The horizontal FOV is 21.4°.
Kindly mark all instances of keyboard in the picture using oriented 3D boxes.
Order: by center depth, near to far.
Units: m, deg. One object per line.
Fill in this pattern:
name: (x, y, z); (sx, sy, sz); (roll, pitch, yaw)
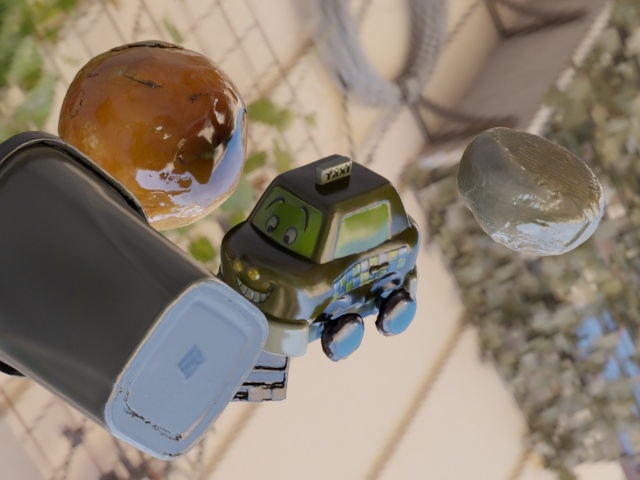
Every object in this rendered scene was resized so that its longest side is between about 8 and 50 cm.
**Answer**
keyboard: (-0.158, 0.150, 1.990); (0.250, 0.087, 0.017); (1, -163, -12)

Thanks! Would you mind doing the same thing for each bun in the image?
bun: (0.240, -0.048, 1.981); (0.166, 0.113, 0.173); (-9, -135, -48)

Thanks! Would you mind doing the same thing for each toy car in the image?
toy car: (0.000, 0.000, 1.915); (0.248, 0.198, 0.204); (-23, -139, -38)

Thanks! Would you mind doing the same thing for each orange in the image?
orange: (-0.207, -0.134, 2.124); (0.246, 0.246, 0.246); (-23, -155, 11)

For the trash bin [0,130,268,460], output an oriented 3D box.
trash bin: (-0.203, 0.061, 1.559); (0.250, 0.219, 0.220); (31, -94, 33)
